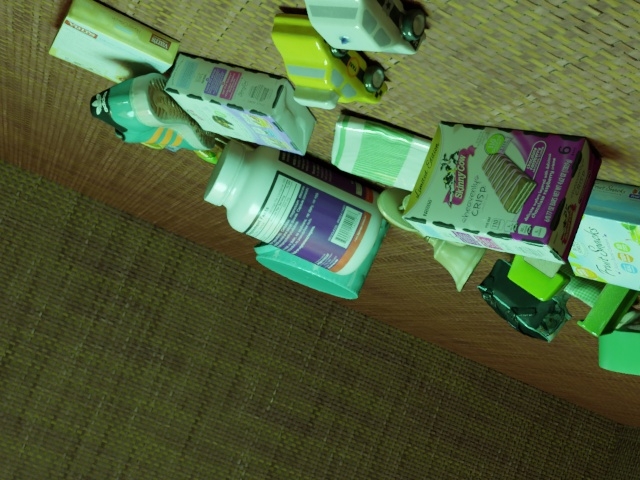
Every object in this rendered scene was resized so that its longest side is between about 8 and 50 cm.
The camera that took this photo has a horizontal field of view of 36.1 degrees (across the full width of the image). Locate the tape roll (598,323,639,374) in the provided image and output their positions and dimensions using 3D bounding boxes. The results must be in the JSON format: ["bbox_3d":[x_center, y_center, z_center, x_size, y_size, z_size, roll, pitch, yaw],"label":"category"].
[{"bbox_3d":[0.672,0.197,1.784,0.321,0.077,0.321,0,180,0],"label":"tape roll"}]

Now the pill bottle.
[{"bbox_3d":[-0.052,-0.070,1.885,0.323,0.181,0.181,24,169,-13],"label":"pill bottle"}]

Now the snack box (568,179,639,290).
[{"bbox_3d":[0.447,-0.004,1.454,0.174,0.070,0.207,15,156,34],"label":"snack box"}]

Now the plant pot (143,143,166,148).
[{"bbox_3d":[-0.308,-0.227,1.828,0.134,0.095,0.134,20,169,4],"label":"plant pot"}]

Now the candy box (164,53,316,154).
[{"bbox_3d":[-0.126,-0.218,1.584,0.196,0.070,0.165,17,169,21],"label":"candy box"}]

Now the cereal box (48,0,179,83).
[{"bbox_3d":[-0.338,-0.312,1.584,0.173,0.047,0.240,23,169,-20],"label":"cereal box"}]

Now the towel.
[{"bbox_3d":[0.174,-0.113,1.614,0.325,0.038,0.248,21,169,3],"label":"towel"}]

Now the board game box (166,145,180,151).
[{"bbox_3d":[-0.345,-0.224,2.129,0.090,0.020,0.090,25,168,-18],"label":"board game box"}]

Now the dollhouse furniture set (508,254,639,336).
[{"bbox_3d":[0.490,0.046,1.731,0.197,0.151,0.301,36,-162,27],"label":"dollhouse furniture set"}]

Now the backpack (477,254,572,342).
[{"bbox_3d":[0.422,0.117,1.966,0.166,0.144,0.188,37,174,34],"label":"backpack"}]

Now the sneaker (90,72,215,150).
[{"bbox_3d":[-0.276,-0.213,1.654,0.121,0.108,0.302,-5,172,17],"label":"sneaker"}]

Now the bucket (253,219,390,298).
[{"bbox_3d":[0.000,0.000,2.134,0.281,0.183,0.281,21,170,4],"label":"bucket"}]

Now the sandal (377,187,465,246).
[{"bbox_3d":[0.214,-0.057,1.789,0.240,0.088,0.079,21,141,-37],"label":"sandal"}]

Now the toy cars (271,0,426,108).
[{"bbox_3d":[0.021,-0.229,1.181,0.176,0.087,0.394,22,170,-5],"label":"toy cars"}]

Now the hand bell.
[{"bbox_3d":[0.209,-0.015,1.955,0.242,0.126,0.126,33,172,11],"label":"hand bell"}]

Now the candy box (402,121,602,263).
[{"bbox_3d":[0.246,-0.070,1.351,0.233,0.159,0.071,12,165,40],"label":"candy box"}]

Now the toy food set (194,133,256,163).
[{"bbox_3d":[-0.218,-0.187,2.009,0.132,0.038,0.192,26,169,-24],"label":"toy food set"}]
